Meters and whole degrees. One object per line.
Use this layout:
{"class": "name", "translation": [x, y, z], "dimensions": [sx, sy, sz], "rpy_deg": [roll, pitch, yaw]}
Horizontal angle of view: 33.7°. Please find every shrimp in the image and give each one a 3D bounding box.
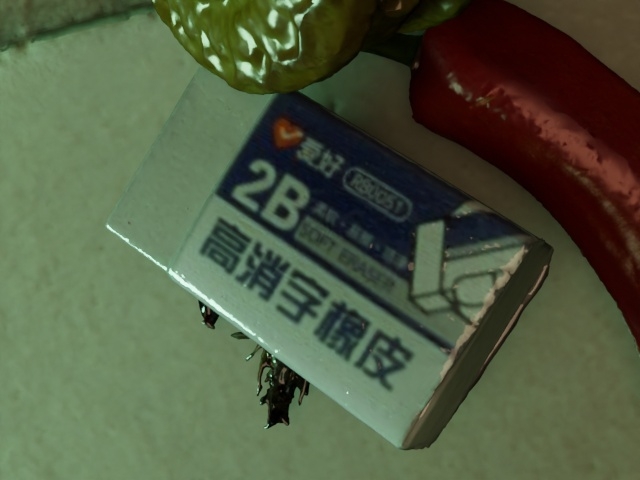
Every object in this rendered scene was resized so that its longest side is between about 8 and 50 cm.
{"class": "shrimp", "translation": [-0.036, 0.028, 0.622], "dimensions": [0.091, 0.034, 0.161], "rpy_deg": [0, 86, 21]}

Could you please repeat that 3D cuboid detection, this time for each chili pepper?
{"class": "chili pepper", "translation": [0.140, -0.007, 0.557], "dimensions": [0.137, 0.092, 0.368], "rpy_deg": [-40, 81, 25]}

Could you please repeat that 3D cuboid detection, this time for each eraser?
{"class": "eraser", "translation": [0.000, 0.000, 0.556], "dimensions": [0.210, 0.068, 0.124], "rpy_deg": [34, 97, 22]}

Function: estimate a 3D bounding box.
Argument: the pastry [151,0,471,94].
{"class": "pastry", "translation": [-0.016, -0.195, 0.491], "dimensions": [0.132, 0.240, 0.235], "rpy_deg": [-25, 120, -27]}
